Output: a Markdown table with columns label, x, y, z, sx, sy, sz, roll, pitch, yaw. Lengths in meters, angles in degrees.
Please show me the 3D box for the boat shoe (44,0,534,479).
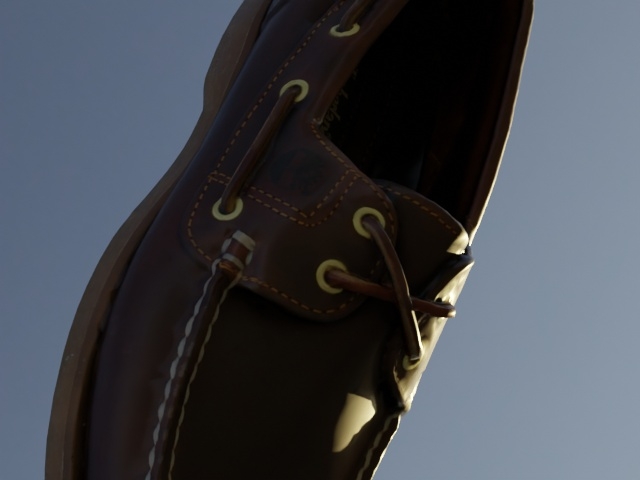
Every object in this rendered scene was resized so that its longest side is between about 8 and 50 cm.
| label | x | y | z | sx | sy | sz | roll | pitch | yaw |
| --- | --- | --- | --- | --- | --- | --- | --- | --- | --- |
| boat shoe | 0.000 | 0.000 | 0.438 | 0.073 | 0.073 | 0.207 | 45 | -134 | -35 |
